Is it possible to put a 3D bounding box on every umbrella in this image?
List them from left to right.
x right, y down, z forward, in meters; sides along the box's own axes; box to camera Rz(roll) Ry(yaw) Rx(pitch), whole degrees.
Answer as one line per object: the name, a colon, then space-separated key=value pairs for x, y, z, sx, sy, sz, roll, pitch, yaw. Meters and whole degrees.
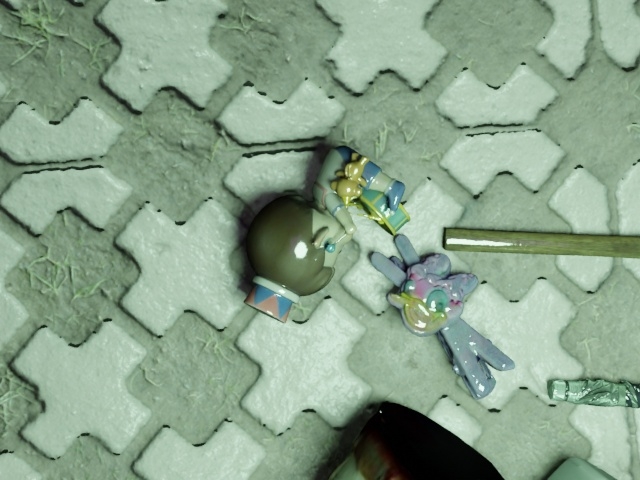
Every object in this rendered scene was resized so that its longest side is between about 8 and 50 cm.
umbrella: x=0.440 y=0.230 z=1.216 sx=0.188 sy=0.050 sz=0.046 roll=7 pitch=67 yaw=-4

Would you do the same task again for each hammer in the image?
hammer: x=0.369 y=0.003 z=1.220 sx=0.366 sy=0.043 sz=0.111 roll=2 pitch=89 yaw=-3

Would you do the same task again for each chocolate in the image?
chocolate: x=0.131 y=0.378 z=1.104 sx=0.284 sy=0.283 sz=0.186 roll=33 pitch=103 yaw=-3

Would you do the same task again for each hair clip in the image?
hair clip: x=0.190 y=0.111 z=1.181 sx=0.137 sy=0.090 sz=0.278 roll=-35 pitch=92 yaw=-13

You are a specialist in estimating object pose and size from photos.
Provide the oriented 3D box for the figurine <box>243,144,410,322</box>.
figurine: x=-0.006 y=-0.006 z=1.141 sx=0.275 sy=0.161 sz=0.158 roll=-41 pitch=112 yaw=1

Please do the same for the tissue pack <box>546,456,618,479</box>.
tissue pack: x=0.439 y=0.484 z=1.121 sx=0.333 sy=0.229 sz=0.236 roll=31 pitch=90 yaw=-3
